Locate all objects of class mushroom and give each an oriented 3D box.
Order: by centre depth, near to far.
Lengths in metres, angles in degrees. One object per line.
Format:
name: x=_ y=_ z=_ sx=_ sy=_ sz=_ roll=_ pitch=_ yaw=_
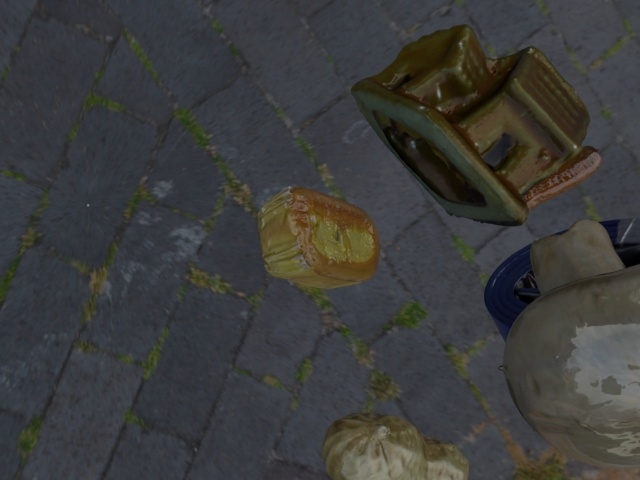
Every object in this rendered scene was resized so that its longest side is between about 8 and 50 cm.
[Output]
mushroom: x=0.342 y=0.093 z=0.991 sx=0.293 sy=0.292 sz=0.290 roll=9 pitch=47 yaw=-15

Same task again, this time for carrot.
carrot: x=0.422 y=-0.098 z=1.668 sx=0.248 sy=0.059 sz=0.059 roll=-34 pitch=101 yaw=11

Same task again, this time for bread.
bread: x=0.000 y=0.000 z=1.556 sx=0.119 sy=0.288 sz=0.152 roll=-17 pitch=73 yaw=26

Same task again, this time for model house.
model house: x=0.211 y=-0.170 z=1.128 sx=0.239 sy=0.173 sz=0.268 roll=-40 pitch=88 yaw=-13

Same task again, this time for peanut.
peanut: x=0.132 y=0.377 z=1.507 sx=0.325 sy=0.140 sz=0.153 roll=22 pitch=105 yaw=-36

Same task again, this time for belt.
belt: x=0.428 y=0.082 z=1.320 sx=0.117 sy=0.347 sz=0.212 roll=56 pitch=34 yaw=-37
